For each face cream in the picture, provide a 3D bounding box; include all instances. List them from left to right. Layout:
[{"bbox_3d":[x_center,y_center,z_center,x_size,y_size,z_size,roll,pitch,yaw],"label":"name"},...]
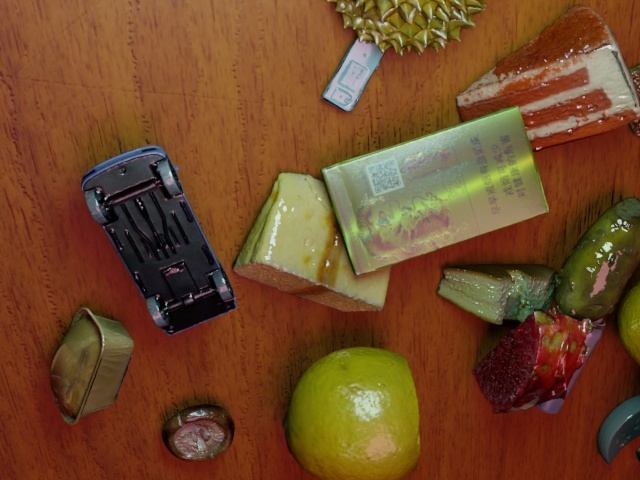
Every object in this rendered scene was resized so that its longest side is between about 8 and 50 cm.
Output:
[{"bbox_3d":[0.465,0.213,1.672,0.075,0.075,0.229,14,111,-25],"label":"face cream"}]

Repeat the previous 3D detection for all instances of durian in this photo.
[{"bbox_3d":[0.127,-0.336,1.231,0.261,0.153,0.186,-10,135,-10],"label":"durian"}]

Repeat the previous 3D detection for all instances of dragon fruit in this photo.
[{"bbox_3d":[0.396,0.225,1.554,0.161,0.126,0.274,0,148,-19],"label":"dragon fruit"}]

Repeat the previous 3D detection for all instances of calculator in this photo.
[{"bbox_3d":[0.065,-0.271,1.302,0.057,0.018,0.172,23,105,-30],"label":"calculator"}]

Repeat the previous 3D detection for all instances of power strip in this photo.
[{"bbox_3d":[0.679,0.381,1.855,0.216,0.044,0.137,-20,121,-8],"label":"power strip"}]

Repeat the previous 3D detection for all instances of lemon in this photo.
[{"bbox_3d":[0.046,0.296,1.474,0.219,0.240,0.240,-4,119,-3],"label":"lemon"},{"bbox_3d":[0.648,0.148,1.631,0.192,0.192,0.231,15,143,-26],"label":"lemon"}]

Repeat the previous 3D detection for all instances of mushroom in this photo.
[{"bbox_3d":[-0.206,0.322,1.503,0.123,0.052,0.123,-5,119,-9],"label":"mushroom"}]

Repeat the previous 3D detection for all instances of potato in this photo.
[{"bbox_3d":[0.493,0.031,1.551,0.149,0.113,0.251,11,105,-63],"label":"potato"}]

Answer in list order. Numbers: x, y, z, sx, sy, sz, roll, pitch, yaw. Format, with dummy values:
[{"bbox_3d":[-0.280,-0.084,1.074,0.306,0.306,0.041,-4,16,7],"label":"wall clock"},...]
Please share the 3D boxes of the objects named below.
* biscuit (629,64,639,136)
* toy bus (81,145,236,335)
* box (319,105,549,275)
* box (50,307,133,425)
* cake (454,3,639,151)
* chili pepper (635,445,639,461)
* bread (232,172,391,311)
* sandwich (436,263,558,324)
[{"bbox_3d":[0.612,-0.276,1.492,0.231,0.025,0.131,-31,123,-2],"label":"biscuit"},{"bbox_3d":[-0.228,-0.012,1.271,0.126,0.133,0.292,-23,125,-1],"label":"toy bus"},{"bbox_3d":[0.172,-0.076,1.345,0.311,0.043,0.173,-19,97,-1],"label":"box"},{"bbox_3d":[-0.357,0.191,1.352,0.111,0.111,0.177,15,110,-26],"label":"box"},{"bbox_3d":[0.353,-0.252,1.399,0.262,0.159,0.158,-14,128,29],"label":"cake"},{"bbox_3d":[0.747,0.290,1.739,0.213,0.167,0.385,42,84,-30],"label":"chili pepper"},{"bbox_3d":[0.000,0.000,1.420,0.240,0.135,0.178,21,75,-27],"label":"bread"},{"bbox_3d":[0.329,0.090,1.548,0.245,0.088,0.090,3,112,-21],"label":"sandwich"}]
